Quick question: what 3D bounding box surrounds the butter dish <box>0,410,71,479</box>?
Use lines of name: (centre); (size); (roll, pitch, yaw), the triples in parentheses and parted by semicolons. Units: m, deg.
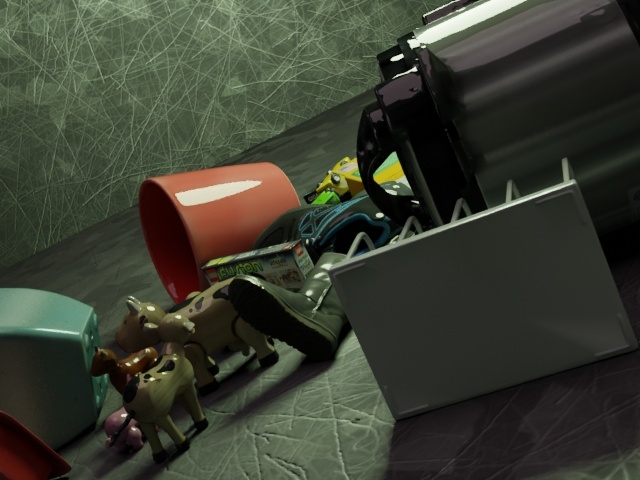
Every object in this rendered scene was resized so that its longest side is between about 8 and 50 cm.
butter dish: (-0.450, 0.324, 1.295); (0.160, 0.160, 0.118); (-19, 40, 21)

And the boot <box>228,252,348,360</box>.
boot: (-0.020, 0.069, 1.407); (0.076, 0.190, 0.208); (-51, 4, 38)

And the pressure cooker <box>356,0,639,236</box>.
pressure cooker: (0.255, -0.149, 1.303); (0.420, 0.370, 0.375); (-24, 20, 10)

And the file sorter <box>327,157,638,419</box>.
file sorter: (0.184, 0.047, 1.093); (0.278, 0.193, 0.173); (-20, 13, 17)

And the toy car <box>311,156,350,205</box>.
toy car: (0.002, -0.066, 1.907); (0.239, 0.053, 0.225); (-47, 11, -4)

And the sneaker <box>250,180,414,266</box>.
sneaker: (0.000, 0.000, 1.611); (0.341, 0.125, 0.139); (-25, 10, 30)

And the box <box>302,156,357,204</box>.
box: (0.087, -0.150, 2.101); (0.220, 0.051, 0.175); (-26, 11, 46)

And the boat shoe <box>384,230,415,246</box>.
boat shoe: (0.130, 0.031, 1.463); (0.070, 0.077, 0.219); (-15, 10, 32)

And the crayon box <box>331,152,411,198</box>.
crayon box: (0.190, -0.115, 1.760); (0.203, 0.083, 0.323); (-31, 25, -20)

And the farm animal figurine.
farm animal figurine: (-0.203, 0.147, 1.395); (0.327, 0.172, 0.330); (-30, 16, -18)

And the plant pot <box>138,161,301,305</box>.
plant pot: (-0.178, -0.022, 1.812); (0.243, 0.275, 0.275); (-20, 12, -25)

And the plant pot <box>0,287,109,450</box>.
plant pot: (-0.475, 0.209, 1.517); (0.252, 0.247, 0.247); (-8, 14, -5)

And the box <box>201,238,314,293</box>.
box: (-0.094, 0.071, 1.593); (0.207, 0.114, 0.036); (-12, 20, 39)
